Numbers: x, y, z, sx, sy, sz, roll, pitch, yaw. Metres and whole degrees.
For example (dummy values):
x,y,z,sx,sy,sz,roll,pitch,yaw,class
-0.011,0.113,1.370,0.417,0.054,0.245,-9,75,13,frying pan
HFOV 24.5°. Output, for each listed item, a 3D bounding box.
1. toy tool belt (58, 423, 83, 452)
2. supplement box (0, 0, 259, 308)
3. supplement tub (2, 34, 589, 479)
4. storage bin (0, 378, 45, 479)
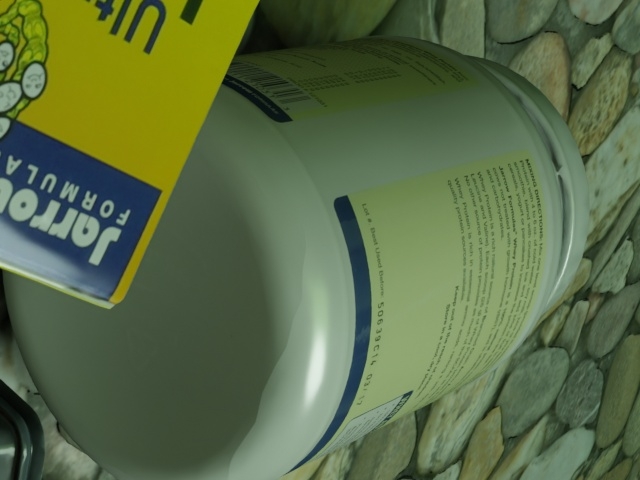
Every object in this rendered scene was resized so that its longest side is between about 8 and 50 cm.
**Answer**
x,y,z,sx,sy,sz,roll,pitch,yaw,class
-0.127,0.107,0.954,0.083,0.051,0.052,-62,150,-2,toy tool belt
-0.124,-0.187,0.557,0.195,0.194,0.356,27,86,-51,supplement box
0.000,0.000,0.887,0.325,0.235,0.235,-17,126,-51,supplement tub
-0.218,0.152,0.821,0.091,0.098,0.135,-6,119,-43,storage bin
